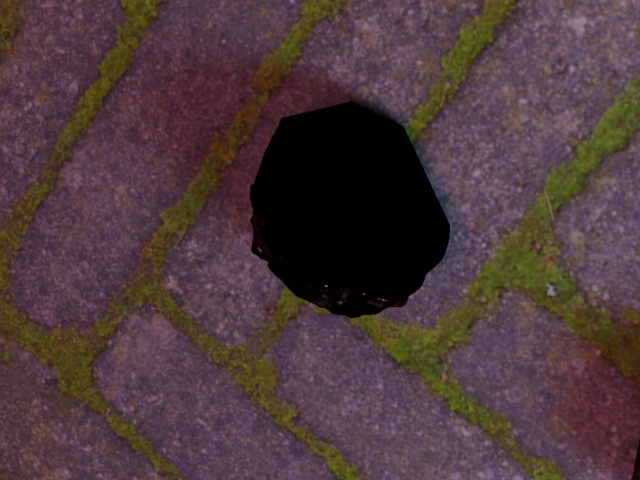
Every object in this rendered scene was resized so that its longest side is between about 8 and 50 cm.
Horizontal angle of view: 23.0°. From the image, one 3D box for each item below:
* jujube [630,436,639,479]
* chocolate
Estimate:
[{"bbox_3d":[0.456,0.233,1.494,0.317,0.226,0.226,5,106,25],"label":"jujube"},{"bbox_3d":[0.000,0.000,1.680,0.224,0.206,0.177,65,150,16],"label":"chocolate"}]
